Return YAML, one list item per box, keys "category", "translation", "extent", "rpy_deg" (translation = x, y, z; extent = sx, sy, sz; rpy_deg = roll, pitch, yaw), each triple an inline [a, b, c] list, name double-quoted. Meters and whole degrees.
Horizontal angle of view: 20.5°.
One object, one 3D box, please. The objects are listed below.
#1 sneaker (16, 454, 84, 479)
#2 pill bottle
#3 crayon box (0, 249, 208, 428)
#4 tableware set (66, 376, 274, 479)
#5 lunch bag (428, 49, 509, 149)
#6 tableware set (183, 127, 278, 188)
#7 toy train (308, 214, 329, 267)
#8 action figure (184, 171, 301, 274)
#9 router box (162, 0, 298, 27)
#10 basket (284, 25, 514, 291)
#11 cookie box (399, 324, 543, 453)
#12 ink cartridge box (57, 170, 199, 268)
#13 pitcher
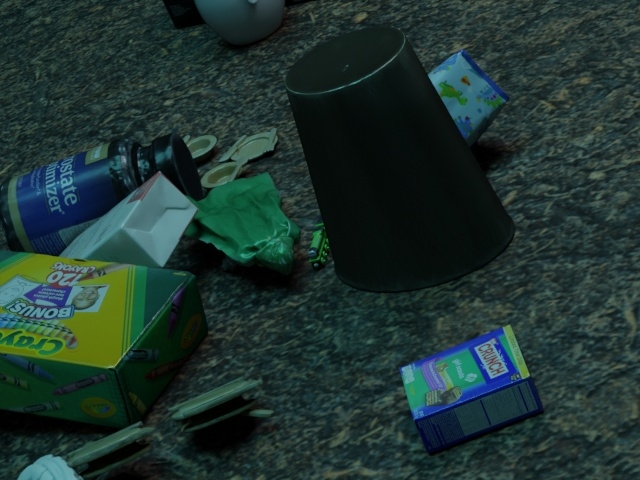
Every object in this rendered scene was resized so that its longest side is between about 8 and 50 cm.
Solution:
- category: "sneaker"
  translation: [-0.232, 0.266, 1.529]
  extent: [0.115, 0.090, 0.232]
  rpy_deg: [-36, 28, -15]
- category: "pill bottle"
  translation: [-0.255, -0.047, 2.061]
  extent: [0.219, 0.123, 0.123]
  rpy_deg: [-19, 28, 11]
- category: "crayon box"
  translation: [-0.277, 0.097, 1.812]
  extent: [0.278, 0.081, 0.165]
  rpy_deg: [6, 37, 26]
- category: "tableware set"
  translation: [-0.142, 0.183, 1.641]
  extent: [0.194, 0.039, 0.128]
  rpy_deg: [-23, 1, -11]
- category: "lunch bag"
  translation: [0.114, -0.114, 1.919]
  extent: [0.129, 0.096, 0.151]
  rpy_deg: [-45, 4, -35]
- category: "tableware set"
  translation: [-0.135, -0.092, 2.157]
  extent: [0.168, 0.020, 0.141]
  rpy_deg: [-8, 31, 30]
- category: "toy train"
  translation: [0.000, 0.000, 1.880]
  extent: [0.017, 0.024, 0.083]
  rpy_deg: [-14, 28, 19]
- category: "action figure"
  translation: [-0.077, -0.009, 1.916]
  extent: [0.137, 0.063, 0.232]
  rpy_deg: [-28, 24, -11]
- category: "router box"
  translation: [-0.059, -0.433, 2.633]
  extent: [0.308, 0.081, 0.243]
  rpy_deg: [-8, 31, 29]
- category: "basket"
  translation: [0.063, -0.084, 1.758]
  extent: [0.204, 0.227, 0.154]
  rpy_deg: [-4, 33, 35]
- category: "cookie box"
  translation: [0.130, 0.128, 1.531]
  extent: [0.107, 0.040, 0.092]
  rpy_deg: [-21, 27, 4]
- category: "ink cartridge box"
  translation: [-0.233, 0.022, 1.939]
  extent: [0.198, 0.067, 0.115]
  rpy_deg: [-35, 17, 37]
- category: "pitcher"
  translation: [-0.121, -0.371, 2.435]
  extent: [0.125, 0.207, 0.178]
  rpy_deg: [-28, 28, -7]
